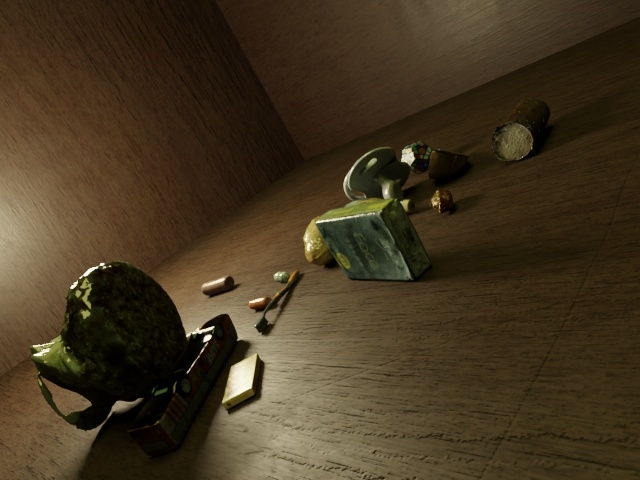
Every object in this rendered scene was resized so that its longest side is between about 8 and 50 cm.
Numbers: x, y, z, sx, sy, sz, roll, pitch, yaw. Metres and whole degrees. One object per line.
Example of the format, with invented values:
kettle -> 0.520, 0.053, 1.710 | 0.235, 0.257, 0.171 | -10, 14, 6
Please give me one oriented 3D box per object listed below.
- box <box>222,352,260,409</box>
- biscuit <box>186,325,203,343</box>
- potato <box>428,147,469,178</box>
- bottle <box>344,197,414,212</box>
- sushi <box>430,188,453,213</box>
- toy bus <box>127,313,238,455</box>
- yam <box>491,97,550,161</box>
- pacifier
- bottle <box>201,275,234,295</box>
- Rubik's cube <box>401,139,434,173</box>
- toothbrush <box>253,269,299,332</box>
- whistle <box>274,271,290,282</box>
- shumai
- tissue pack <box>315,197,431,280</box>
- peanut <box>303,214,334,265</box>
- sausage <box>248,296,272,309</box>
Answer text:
box -> -0.168, 0.301, 1.025 | 0.073, 0.020, 0.149 | -28, 16, 4
biscuit -> -0.408, 0.311, 1.360 | 0.219, 0.055, 0.061 | -31, 39, -5
potato -> 0.433, -0.252, 1.616 | 0.121, 0.100, 0.261 | 17, 16, 15
bottle -> 0.189, -0.102, 1.539 | 0.270, 0.083, 0.083 | -6, 28, 50
sushi -> 0.338, -0.111, 1.335 | 0.060, 0.061, 0.118 | -1, 13, 6
toy bus -> -0.299, 0.309, 1.103 | 0.093, 0.092, 0.408 | -22, 17, 18
yam -> 0.623, -0.347, 1.459 | 0.131, 0.131, 0.280 | -15, 20, 44
pacifier -> 0.215, -0.184, 1.625 | 0.227, 0.279, 0.207 | -46, 53, 15
bottle -> -0.384, 0.170, 1.777 | 0.140, 0.053, 0.053 | -18, 19, 34
Rubik's cube -> 0.379, -0.324, 1.844 | 0.112, 0.132, 0.133 | -6, 2, -30
toothbrush -> -0.118, 0.161, 1.359 | 0.023, 0.031, 0.321 | -21, 18, 26
whistle -> -0.126, 0.116, 1.512 | 0.035, 0.035, 0.100 | -37, 15, -24
shumai -> -0.556, 0.267, 1.199 | 0.348, 0.395, 0.395 | -30, 15, 8
tissue pack -> 0.120, 0.002, 1.136 | 0.081, 0.185, 0.257 | -40, 18, -29
peanut -> 0.000, 0.000, 1.507 | 0.125, 0.111, 0.274 | -31, 14, 12
sausage -> -0.176, 0.184, 1.389 | 0.083, 0.034, 0.034 | -18, 19, 41
